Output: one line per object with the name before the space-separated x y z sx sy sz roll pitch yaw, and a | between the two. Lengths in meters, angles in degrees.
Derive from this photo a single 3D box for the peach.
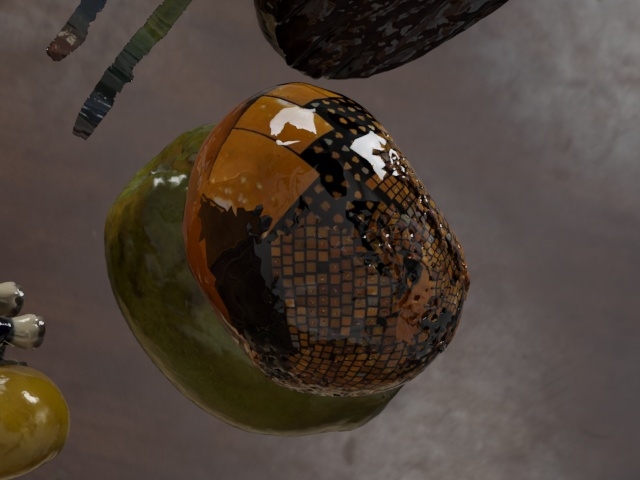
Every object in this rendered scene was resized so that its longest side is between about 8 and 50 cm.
peach | -0.306 0.179 1.179 0.179 0.179 0.103 -31 90 -13

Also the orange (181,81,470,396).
orange | 0.000 0.000 0.946 0.182 0.234 0.234 -21 78 5

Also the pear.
pear | -0.047 0.035 1.508 0.413 0.352 0.352 43 72 -29

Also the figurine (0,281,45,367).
figurine | -0.508 0.083 1.480 0.306 0.411 0.241 43 114 22

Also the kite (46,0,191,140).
kite | -0.079 -0.212 0.691 0.169 0.015 0.310 41 94 -5

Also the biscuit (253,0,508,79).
biscuit | 0.106 -0.331 1.432 0.407 0.407 0.091 -27 70 -12
